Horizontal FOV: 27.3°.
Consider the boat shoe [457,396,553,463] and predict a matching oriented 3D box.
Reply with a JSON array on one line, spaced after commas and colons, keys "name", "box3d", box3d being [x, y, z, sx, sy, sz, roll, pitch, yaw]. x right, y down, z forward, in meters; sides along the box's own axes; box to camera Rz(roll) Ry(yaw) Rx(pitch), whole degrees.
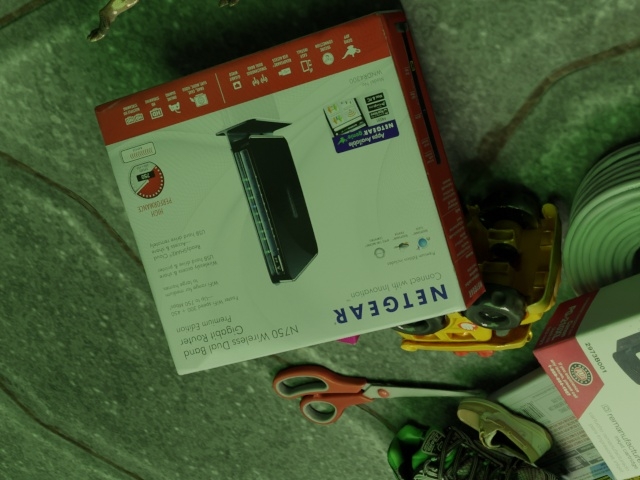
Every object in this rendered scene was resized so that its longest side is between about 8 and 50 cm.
[{"name": "boat shoe", "box3d": [0.217, 0.233, 1.616, 0.135, 0.045, 0.050, 18, 143, 42]}]

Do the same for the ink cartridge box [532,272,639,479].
[{"name": "ink cartridge box", "box3d": [0.358, 0.116, 1.284, 0.237, 0.100, 0.172, -25, 105, 40]}]

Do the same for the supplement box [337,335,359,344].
[{"name": "supplement box", "box3d": [0.000, 0.000, 1.514, 0.114, 0.111, 0.220, 12, 138, 17]}]

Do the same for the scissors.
[{"name": "scissors", "box3d": [0.064, 0.194, 1.751, 0.297, 0.021, 0.109, -14, 123, 40]}]

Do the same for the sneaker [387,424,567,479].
[{"name": "sneaker", "box3d": [0.187, 0.313, 1.666, 0.146, 0.134, 0.343, 48, 158, -18]}]

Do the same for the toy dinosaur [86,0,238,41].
[{"name": "toy dinosaur", "box3d": [-0.167, -0.321, 1.267, 0.295, 0.127, 0.200, -7, 122, 26]}]

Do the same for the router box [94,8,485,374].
[{"name": "router box", "box3d": [-0.033, -0.044, 1.358, 0.335, 0.082, 0.301, -15, 95, 23]}]

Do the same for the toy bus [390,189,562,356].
[{"name": "toy bus", "box3d": [0.176, 0.061, 1.473, 0.220, 0.149, 0.211, -2, 145, 27]}]

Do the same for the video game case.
[{"name": "video game case", "box3d": [0.364, 0.254, 1.536, 0.300, 0.036, 0.329, 44, 153, 1]}]

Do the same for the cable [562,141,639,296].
[{"name": "cable", "box3d": [0.375, 0.012, 1.344, 0.257, 0.089, 0.257, 33, 139, -7]}]
